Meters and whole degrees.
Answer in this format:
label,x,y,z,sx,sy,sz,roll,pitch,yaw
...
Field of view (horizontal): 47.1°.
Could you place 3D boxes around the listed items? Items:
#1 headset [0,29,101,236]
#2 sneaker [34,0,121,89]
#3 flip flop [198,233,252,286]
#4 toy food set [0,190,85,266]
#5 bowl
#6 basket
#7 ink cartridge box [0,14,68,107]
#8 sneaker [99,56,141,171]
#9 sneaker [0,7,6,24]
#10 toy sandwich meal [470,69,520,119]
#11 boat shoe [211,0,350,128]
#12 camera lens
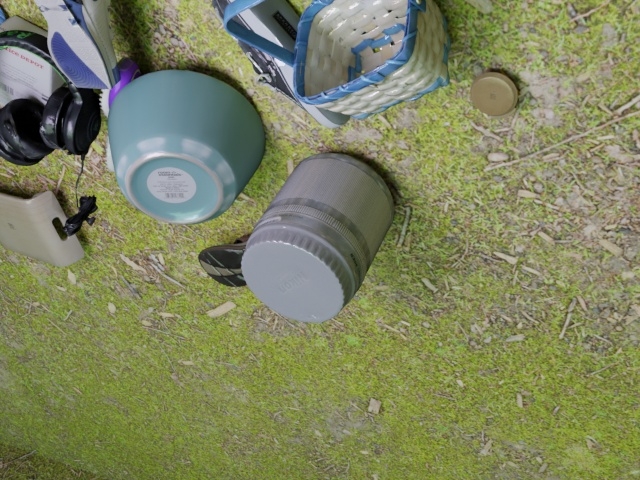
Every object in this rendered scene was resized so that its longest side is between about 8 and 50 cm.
label,x,y,z,sx,sy,sz,roll,pitch,yaw
headset,-0.547,-0.208,1.448,0.243,0.185,0.394,-8,126,19
sneaker,-0.398,-0.428,1.261,0.127,0.182,0.315,13,140,28
flip flop,-0.146,0.024,1.639,0.277,0.080,0.112,-20,115,24
toy food set,-0.767,-0.064,1.904,0.306,0.092,0.220,14,137,29
bowl,-0.263,-0.147,1.395,0.311,0.163,0.311,0,137,0
basket,0.037,-0.307,1.076,0.255,0.201,0.289,-14,159,38
ink cartridge box,-0.598,-0.345,1.524,0.139,0.082,0.191,28,137,1
sneaker,-0.354,-0.237,1.489,0.146,0.102,0.293,19,141,3
sneaker,-0.719,-0.468,1.498,0.188,0.067,0.078,22,158,7
toy sandwich meal,0.281,-0.235,1.174,0.085,0.029,0.085,18,135,19
boat shoe,-0.070,-0.307,1.240,0.306,0.113,0.105,47,142,-14
camera lens,0.001,-0.013,1.361,0.219,0.274,0.219,16,136,16
